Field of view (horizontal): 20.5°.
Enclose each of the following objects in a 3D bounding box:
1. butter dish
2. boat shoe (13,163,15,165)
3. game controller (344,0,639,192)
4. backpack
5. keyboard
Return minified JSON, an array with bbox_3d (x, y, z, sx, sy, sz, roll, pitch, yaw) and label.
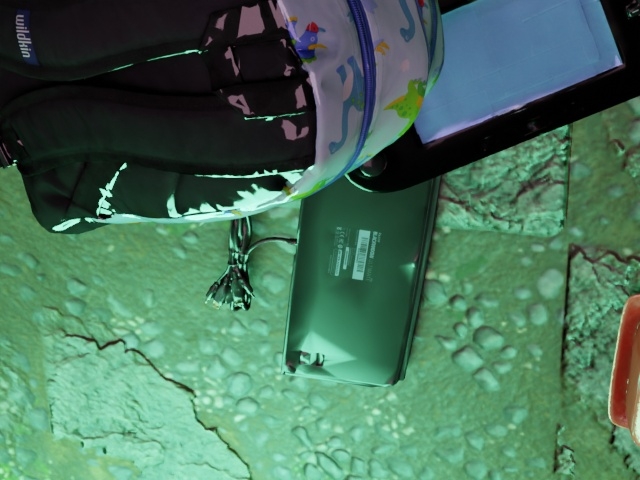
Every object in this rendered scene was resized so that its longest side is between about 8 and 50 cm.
[{"bbox_3d":[0.340,0.145,1.587,0.160,0.118,0.160,9,125,10],"label":"butter dish"},{"bbox_3d":[-0.253,-0.110,1.611,0.178,0.064,0.060,-6,116,11],"label":"boat shoe"},{"bbox_3d":[0.144,-0.156,1.422,0.319,0.067,0.166,-22,125,7],"label":"game controller"},{"bbox_3d":[-0.083,-0.149,1.310,0.355,0.273,0.290,6,113,60],"label":"backpack"},{"bbox_3d":[0.000,0.000,1.634,0.202,0.033,0.317,9,124,1],"label":"keyboard"}]
